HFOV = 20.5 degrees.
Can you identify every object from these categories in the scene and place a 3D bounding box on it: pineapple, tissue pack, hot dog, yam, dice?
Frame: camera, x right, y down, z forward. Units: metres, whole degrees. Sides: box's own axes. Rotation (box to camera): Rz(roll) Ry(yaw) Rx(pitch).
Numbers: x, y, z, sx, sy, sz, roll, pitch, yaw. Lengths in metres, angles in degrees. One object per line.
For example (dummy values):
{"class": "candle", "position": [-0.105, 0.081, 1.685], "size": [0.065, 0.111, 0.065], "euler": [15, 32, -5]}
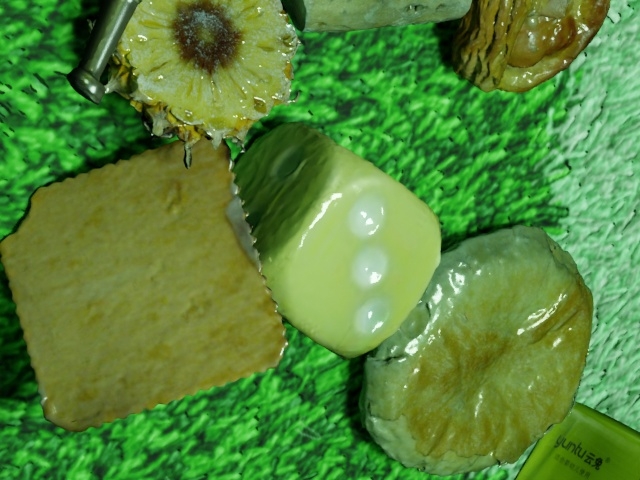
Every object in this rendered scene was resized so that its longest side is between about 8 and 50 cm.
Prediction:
{"class": "pineapple", "position": [-0.109, -0.177, 1.602], "size": [0.221, 0.047, 0.221], "euler": [5, 78, -24]}
{"class": "tissue pack", "position": [0.379, 0.321, 1.978], "size": [0.200, 0.274, 0.167], "euler": [33, 89, -34]}
{"class": "hot dog", "position": [0.210, -0.262, 1.757], "size": [0.175, 0.114, 0.259], "euler": [-18, 119, -36]}
{"class": "yam", "position": [0.044, -0.253, 1.683], "size": [0.194, 0.107, 0.107], "euler": [-10, 112, -26]}
{"class": "dice", "position": [0.000, 0.000, 1.707], "size": [0.166, 0.169, 0.169], "euler": [35, 88, -34]}

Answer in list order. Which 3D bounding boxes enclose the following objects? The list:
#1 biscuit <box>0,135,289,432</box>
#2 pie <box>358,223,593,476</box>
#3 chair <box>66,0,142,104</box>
{"class": "biscuit", "position": [-0.167, 0.038, 1.616], "size": [0.237, 0.013, 0.232], "euler": [-18, 81, 4]}
{"class": "pie", "position": [0.176, 0.123, 1.913], "size": [0.306, 0.071, 0.306], "euler": [-13, 117, -27]}
{"class": "chair", "position": [-0.236, -0.398, 1.331], "size": [0.362, 0.364, 0.410], "euler": [44, 78, -33]}
